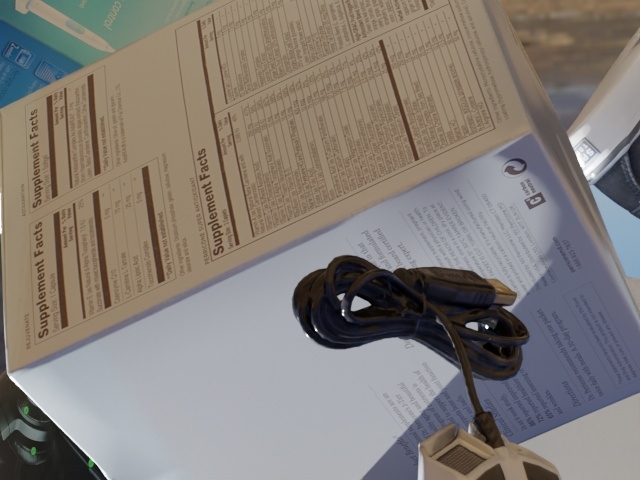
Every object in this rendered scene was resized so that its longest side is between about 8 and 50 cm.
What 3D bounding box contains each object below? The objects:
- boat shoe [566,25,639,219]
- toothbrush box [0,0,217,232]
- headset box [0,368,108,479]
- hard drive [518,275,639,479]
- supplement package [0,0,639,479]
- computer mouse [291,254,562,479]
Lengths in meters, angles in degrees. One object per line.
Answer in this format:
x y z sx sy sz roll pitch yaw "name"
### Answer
0.274 -0.139 1.109 0.102 0.301 0.108 38 164 -2 "boat shoe"
-0.128 -0.078 1.132 0.295 0.126 0.216 30 144 -10 "toothbrush box"
-0.147 0.182 1.384 0.131 0.246 0.283 13 134 -43 "headset box"
0.132 0.170 1.206 0.233 0.353 0.047 12 148 31 "hard drive"
0.000 0.000 0.881 0.262 0.199 0.198 -25 -137 11 "supplement package"
0.053 0.099 0.585 0.042 0.193 0.106 -30 156 34 "computer mouse"
